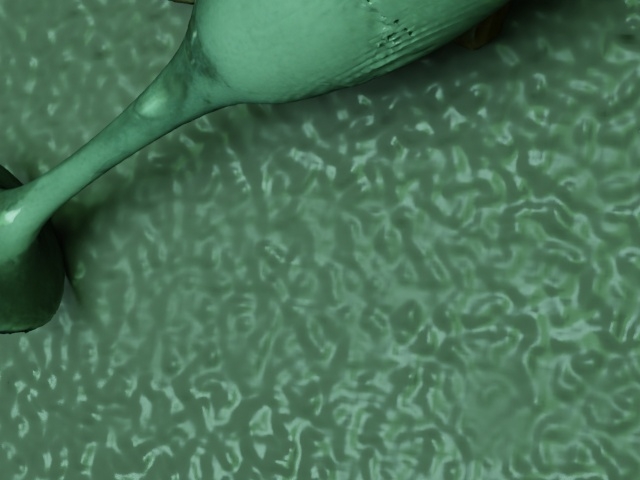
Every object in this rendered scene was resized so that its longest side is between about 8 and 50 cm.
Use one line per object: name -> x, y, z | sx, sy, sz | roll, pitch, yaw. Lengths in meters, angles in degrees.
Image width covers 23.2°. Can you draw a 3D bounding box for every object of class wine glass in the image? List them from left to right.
wine glass -> 0.000, 0.000, 0.622 | 0.309, 0.096, 0.264 | -32, 81, 27

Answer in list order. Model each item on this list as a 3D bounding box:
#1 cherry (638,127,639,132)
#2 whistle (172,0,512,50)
cherry -> 0.213, -0.229, 0.464 | 0.291, 0.335, 0.326 | -37, 89, -25
whistle -> -0.017, -0.143, 0.688 | 0.220, 0.057, 0.107 | 26, 108, 19
